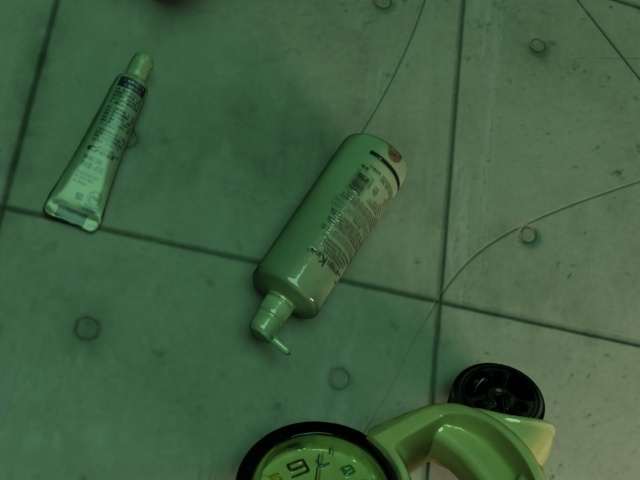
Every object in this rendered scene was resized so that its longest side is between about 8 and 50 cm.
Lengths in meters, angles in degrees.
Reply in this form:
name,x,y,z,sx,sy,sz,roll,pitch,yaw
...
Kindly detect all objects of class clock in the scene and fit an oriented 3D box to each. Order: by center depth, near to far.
name,x,y,z,sx,sy,sz,roll,pitch,yaw
clock,0.102,0.270,0.955,0.379,0.120,0.276,-15,46,-20

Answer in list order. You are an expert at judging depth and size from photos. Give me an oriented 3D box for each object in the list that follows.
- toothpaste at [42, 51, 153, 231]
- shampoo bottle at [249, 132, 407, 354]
name,x,y,z,sx,sy,sz,roll,pitch,yaw
toothpaste,-0.234,-0.114,1.063,0.062,0.037,0.216,23,70,-10
shampoo bottle,0.000,0.000,1.070,0.085,0.085,0.262,35,65,-3
